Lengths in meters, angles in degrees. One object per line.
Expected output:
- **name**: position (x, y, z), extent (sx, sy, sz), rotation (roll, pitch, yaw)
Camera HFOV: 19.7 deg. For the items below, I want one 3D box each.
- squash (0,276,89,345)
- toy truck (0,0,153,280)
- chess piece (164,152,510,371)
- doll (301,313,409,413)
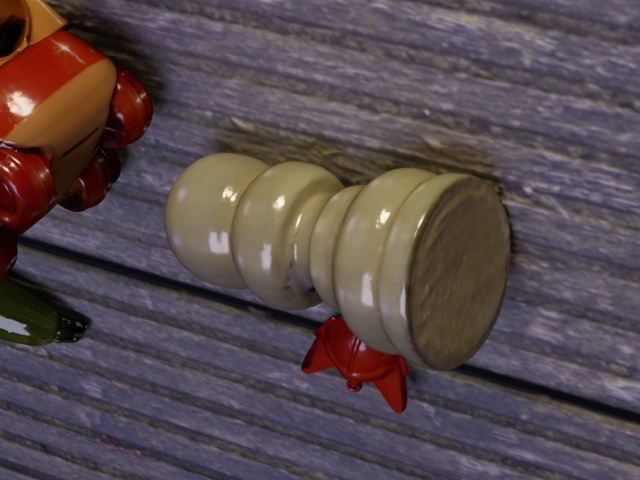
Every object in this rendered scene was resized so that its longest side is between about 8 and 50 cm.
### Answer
- **squash**: position (-0.370, 0.057, 1.982), extent (0.252, 0.066, 0.066), rotation (28, 143, 9)
- **toy truck**: position (-0.296, -0.119, 1.642), extent (0.239, 0.189, 0.265), rotation (44, 144, 4)
- **chess piece**: position (0.000, 0.000, 1.582), extent (0.300, 0.167, 0.167), rotation (14, 139, 36)
- **doll**: position (0.041, 0.088, 1.707), extent (0.109, 0.057, 0.169), rotation (23, 143, 11)
